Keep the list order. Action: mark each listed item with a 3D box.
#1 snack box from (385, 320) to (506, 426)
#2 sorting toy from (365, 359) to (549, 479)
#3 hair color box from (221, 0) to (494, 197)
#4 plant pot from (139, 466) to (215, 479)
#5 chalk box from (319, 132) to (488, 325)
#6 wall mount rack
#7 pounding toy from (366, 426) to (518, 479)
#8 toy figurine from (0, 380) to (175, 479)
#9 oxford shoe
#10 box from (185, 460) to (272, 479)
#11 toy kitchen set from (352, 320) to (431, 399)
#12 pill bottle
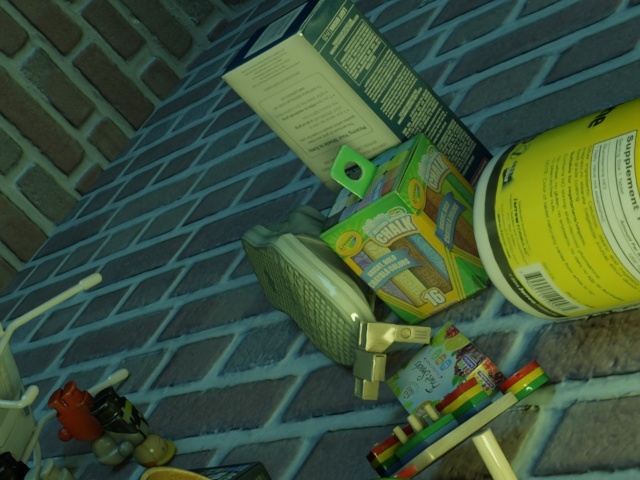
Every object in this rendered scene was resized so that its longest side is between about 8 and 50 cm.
[{"bbox_3d":[0.130,0.149,1.541,0.100,0.037,0.141,-45,16,1],"label":"snack box"},{"bbox_3d":[0.094,0.191,1.370,0.274,0.046,0.132,-27,-14,-41],"label":"sorting toy"},{"bbox_3d":[0.060,-0.143,1.838,0.174,0.347,0.105,-20,30,51],"label":"hair color box"},{"bbox_3d":[-0.131,0.381,1.335,0.254,0.237,0.237,-56,17,6],"label":"plant pot"},{"bbox_3d":[0.097,-0.029,1.724,0.132,0.213,0.132,-30,23,37],"label":"chalk box"},{"bbox_3d":[-0.417,0.224,2.227,0.130,0.350,0.304,1,37,12],"label":"wall mount rack"},{"bbox_3d":[0.107,0.259,1.197,0.237,0.183,0.110,-33,-5,30],"label":"pounding toy"},{"bbox_3d":[-0.328,0.312,2.005,0.209,0.148,0.213,-5,39,54],"label":"toy figurine"},{"bbox_3d":[0.006,0.043,1.880,0.130,0.169,0.449,-24,15,-9],"label":"oxford shoe"},{"bbox_3d":[-0.178,0.331,1.674,0.183,0.059,0.233,-33,8,-34],"label":"box"},{"bbox_3d":[0.082,0.133,1.574,0.068,0.075,0.083,-174,89,-75],"label":"toy kitchen set"},{"bbox_3d":[0.313,-0.041,1.335,0.334,0.188,0.188,-18,31,52],"label":"pill bottle"}]
